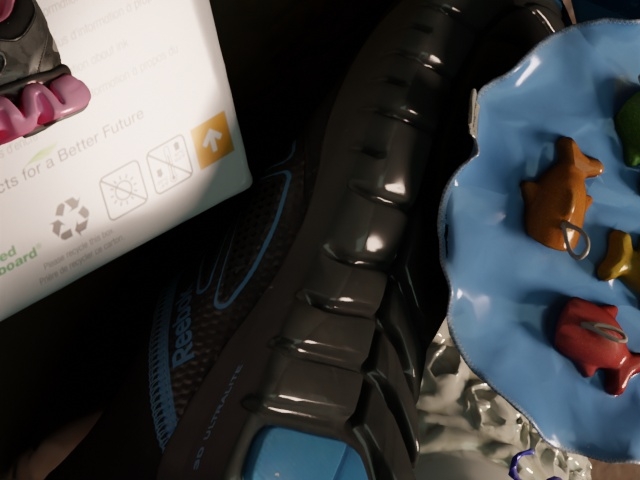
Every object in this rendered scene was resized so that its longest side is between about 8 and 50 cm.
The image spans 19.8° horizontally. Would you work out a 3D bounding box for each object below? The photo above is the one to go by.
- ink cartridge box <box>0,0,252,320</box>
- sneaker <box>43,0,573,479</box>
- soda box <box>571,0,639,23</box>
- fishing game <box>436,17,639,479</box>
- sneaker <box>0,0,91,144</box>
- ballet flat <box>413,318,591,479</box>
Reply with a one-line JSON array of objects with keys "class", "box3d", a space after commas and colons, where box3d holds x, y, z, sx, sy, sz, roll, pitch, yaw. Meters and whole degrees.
[{"class": "ink cartridge box", "box3d": [-0.183, -0.091, 0.591, 0.304, 0.072, 0.307, -29, 121, -27]}, {"class": "sneaker", "box3d": [0.000, 0.000, 0.755, 0.125, 0.140, 0.341, 54, 52, -29]}, {"class": "soda box", "box3d": [0.199, -0.149, 0.856, 0.210, 0.067, 0.071, -21, 99, -42]}, {"class": "fishing game", "box3d": [0.134, -0.002, 0.718, 0.189, 0.041, 0.264, 23, 79, -18]}, {"class": "sneaker", "box3d": [-0.133, -0.049, 0.583, 0.119, 0.047, 0.057, -22, 98, -33]}, {"class": "ballet flat", "box3d": [0.078, 0.217, 0.791, 0.147, 0.147, 0.408, -10, 91, -38]}]
